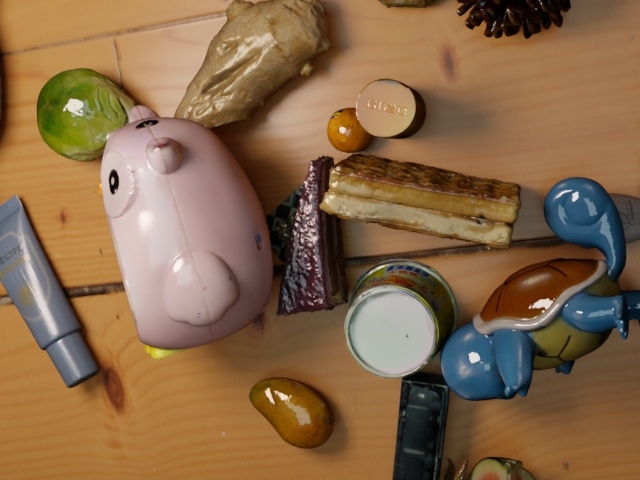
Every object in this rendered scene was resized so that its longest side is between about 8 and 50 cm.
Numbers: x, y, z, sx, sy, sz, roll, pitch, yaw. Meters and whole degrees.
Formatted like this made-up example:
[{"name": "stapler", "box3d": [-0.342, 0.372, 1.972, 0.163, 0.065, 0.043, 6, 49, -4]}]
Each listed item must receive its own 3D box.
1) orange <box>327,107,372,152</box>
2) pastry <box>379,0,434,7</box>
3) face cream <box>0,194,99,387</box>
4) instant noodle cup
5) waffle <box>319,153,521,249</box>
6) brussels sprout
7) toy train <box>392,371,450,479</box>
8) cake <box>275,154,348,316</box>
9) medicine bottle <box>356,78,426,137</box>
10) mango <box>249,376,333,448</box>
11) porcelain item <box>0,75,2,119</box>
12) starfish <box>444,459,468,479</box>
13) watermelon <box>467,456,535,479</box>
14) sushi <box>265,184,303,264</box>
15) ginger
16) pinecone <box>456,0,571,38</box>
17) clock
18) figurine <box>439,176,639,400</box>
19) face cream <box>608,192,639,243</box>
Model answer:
[{"name": "orange", "box3d": [0.052, -0.192, 1.462, 0.084, 0.083, 0.083, 1, 97, 13]}, {"name": "pastry", "box3d": [0.146, -0.490, 1.400, 0.182, 0.093, 0.192, 38, 102, 3]}, {"name": "face cream", "box3d": [-0.555, 0.107, 1.636, 0.136, 0.086, 0.385, -32, 84, 14]}, {"name": "instant noodle cup", "box3d": [0.135, 0.143, 1.447, 0.205, 0.153, 0.204, 2, 98, 11]}, {"name": "waffle", "box3d": [0.171, -0.070, 1.380, 0.308, 0.213, 0.091, 12, 104, 10]}, {"name": "brussels sprout", "box3d": [-0.431, -0.234, 1.536, 0.181, 0.144, 0.161, -7, 75, -9]}, {"name": "toy train", "box3d": [0.172, 0.441, 1.506, 0.086, 0.089, 0.409, 6, 99, 10]}, {"name": "cake", "box3d": [0.000, 0.000, 1.453, 0.113, 0.116, 0.295, 9, 96, 16]}, {"name": "medicine bottle", "box3d": [0.120, -0.217, 1.386, 0.096, 0.192, 0.096, 1, 96, 12]}, {"name": "mango", "box3d": [-0.049, 0.312, 1.543, 0.165, 0.089, 0.115, 48, 113, 7]}, {"name": "porcelain item", "box3d": [-0.728, -0.281, 1.578, 0.243, 0.178, 0.405, 7, 96, 13]}, {"name": "starfish", "box3d": [0.243, 0.452, 1.474, 0.041, 0.130, 0.133, -6, 105, -17]}, {"name": "watermelon", "box3d": [0.338, 0.515, 1.461, 0.129, 0.159, 0.303, 0, 91, -16]}, {"name": "sushi", "box3d": [-0.044, -0.018, 1.531, 0.126, 0.026, 0.120, -41, 86, 13]}, {"name": "ginger", "box3d": [-0.135, -0.298, 1.468, 0.190, 0.126, 0.354, 42, 102, 0]}, {"name": "pinecone", "box3d": [0.301, -0.414, 1.327, 0.208, 0.208, 0.207, 1, 97, 13]}, {"name": "clock", "box3d": [-0.225, -0.025, 1.403, 0.251, 0.368, 0.376, -15, 116, -14]}, {"name": "figurine", "box3d": [0.370, 0.120, 1.316, 0.243, 0.298, 0.416, 37, 111, 17]}, {"name": "face cream", "box3d": [0.484, -0.034, 1.379, 0.095, 0.091, 0.091, -2, 96, 4]}]
